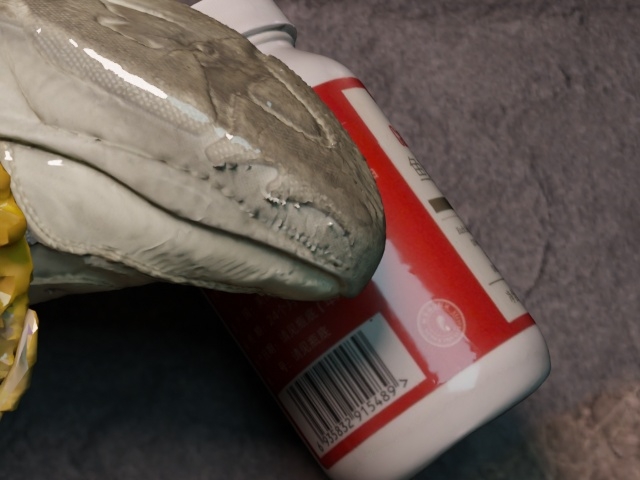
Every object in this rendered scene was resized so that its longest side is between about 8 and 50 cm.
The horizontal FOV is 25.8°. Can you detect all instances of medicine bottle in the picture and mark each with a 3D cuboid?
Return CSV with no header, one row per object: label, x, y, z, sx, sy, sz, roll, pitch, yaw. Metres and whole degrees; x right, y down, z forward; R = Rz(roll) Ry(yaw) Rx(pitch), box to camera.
medicine bottle,0.000,0.000,0.714,0.131,0.131,0.250,-27,78,-34

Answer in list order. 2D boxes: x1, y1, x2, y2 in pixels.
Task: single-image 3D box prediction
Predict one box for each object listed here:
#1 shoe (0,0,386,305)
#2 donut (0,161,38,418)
shoe,-0.149,-0.020,0.620,0.342,0.210,0.132,23,22,-2
donut,-0.300,0.076,0.425,0.377,0.163,0.435,7,55,27
